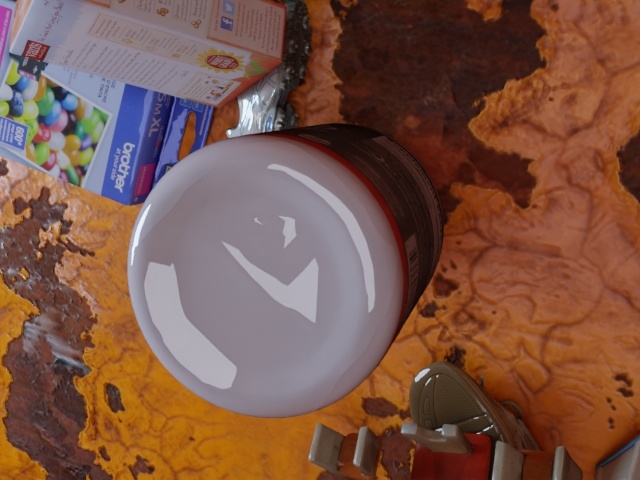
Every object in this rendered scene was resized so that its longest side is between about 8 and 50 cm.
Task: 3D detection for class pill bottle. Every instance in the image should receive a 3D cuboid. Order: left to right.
[{"bbox_3d":[0.000,0.000,0.712,0.210,0.363,0.210,3,101,15],"label":"pill bottle"}]

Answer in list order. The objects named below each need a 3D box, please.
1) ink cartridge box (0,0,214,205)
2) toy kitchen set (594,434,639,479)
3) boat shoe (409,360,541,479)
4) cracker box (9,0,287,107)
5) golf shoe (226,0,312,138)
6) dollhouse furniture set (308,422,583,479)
[{"bbox_3d":[-0.283,-0.163,0.927,0.311,0.065,0.186,21,105,10],"label":"ink cartridge box"},{"bbox_3d":[0.415,0.254,0.789,0.207,0.122,0.166,35,134,5],"label":"toy kitchen set"},{"bbox_3d":[0.198,0.254,0.856,0.104,0.089,0.285,-33,86,34],"label":"boat shoe"},{"bbox_3d":[-0.171,-0.209,0.767,0.156,0.232,0.067,-15,68,58],"label":"cracker box"},{"bbox_3d":[-0.062,-0.181,0.858,0.086,0.069,0.176,17,103,19],"label":"golf shoe"},{"bbox_3d":[0.114,0.314,0.761,0.262,0.135,0.259,-3,60,32],"label":"dollhouse furniture set"}]
